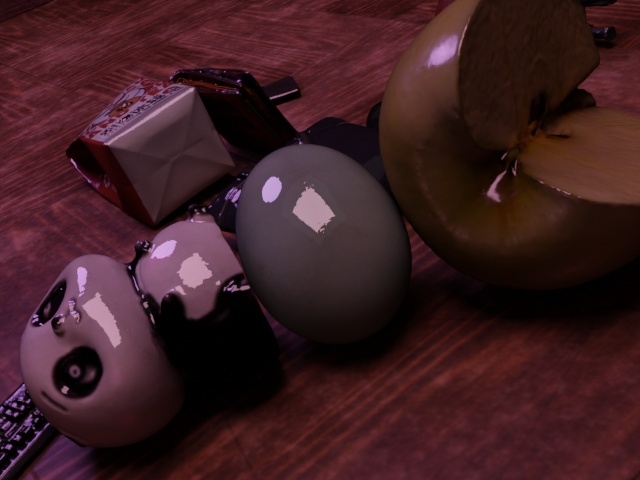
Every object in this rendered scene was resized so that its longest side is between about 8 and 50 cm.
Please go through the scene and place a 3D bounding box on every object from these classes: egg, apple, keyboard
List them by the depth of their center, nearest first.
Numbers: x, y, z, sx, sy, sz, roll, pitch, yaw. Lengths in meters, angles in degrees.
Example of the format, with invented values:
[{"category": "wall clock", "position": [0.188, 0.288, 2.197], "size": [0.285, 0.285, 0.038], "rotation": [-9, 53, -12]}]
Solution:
[{"category": "apple", "position": [0.196, -0.091, 0.824], "size": [0.233, 0.295, 0.258], "rotation": [-43, -1, 39]}, {"category": "keyboard", "position": [-0.329, 0.212, 0.826], "size": [0.093, 0.025, 0.230], "rotation": [5, 37, 28]}, {"category": "egg", "position": [0.000, 0.000, 0.841], "size": [0.168, 0.168, 0.231], "rotation": [-22, 53, -8]}]

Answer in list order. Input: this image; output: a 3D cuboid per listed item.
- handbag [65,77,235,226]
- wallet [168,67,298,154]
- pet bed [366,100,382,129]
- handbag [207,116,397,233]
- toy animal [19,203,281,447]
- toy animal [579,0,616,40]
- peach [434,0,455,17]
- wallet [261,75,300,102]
[{"category": "handbag", "position": [-0.284, -0.147, 1.256], "size": [0.171, 0.151, 0.298], "rotation": [-39, 33, -22]}, {"category": "wallet", "position": [-0.127, -0.187, 1.229], "size": [0.195, 0.161, 0.042], "rotation": [16, 66, 45]}, {"category": "pet bed", "position": [0.159, -0.167, 1.154], "size": [0.201, 0.053, 0.201], "rotation": [-14, 30, 8]}, {"category": "handbag", "position": [-0.005, -0.065, 1.038], "size": [0.211, 0.089, 0.254], "rotation": [27, 58, 39]}, {"category": "toy animal", "position": [-0.168, 0.092, 0.796], "size": [0.235, 0.165, 0.187], "rotation": [-23, 48, -13]}, {"category": "toy animal", "position": [0.338, -0.302, 1.254], "size": [0.269, 0.082, 0.137], "rotation": [-34, 32, -19]}, {"category": "peach", "position": [0.260, -0.387, 1.378], "size": [0.152, 0.152, 0.152], "rotation": [-13, 31, 8]}, {"category": "wallet", "position": [-0.113, -0.247, 1.453], "size": [0.156, 0.018, 0.082], "rotation": [-19, 31, -1]}]
